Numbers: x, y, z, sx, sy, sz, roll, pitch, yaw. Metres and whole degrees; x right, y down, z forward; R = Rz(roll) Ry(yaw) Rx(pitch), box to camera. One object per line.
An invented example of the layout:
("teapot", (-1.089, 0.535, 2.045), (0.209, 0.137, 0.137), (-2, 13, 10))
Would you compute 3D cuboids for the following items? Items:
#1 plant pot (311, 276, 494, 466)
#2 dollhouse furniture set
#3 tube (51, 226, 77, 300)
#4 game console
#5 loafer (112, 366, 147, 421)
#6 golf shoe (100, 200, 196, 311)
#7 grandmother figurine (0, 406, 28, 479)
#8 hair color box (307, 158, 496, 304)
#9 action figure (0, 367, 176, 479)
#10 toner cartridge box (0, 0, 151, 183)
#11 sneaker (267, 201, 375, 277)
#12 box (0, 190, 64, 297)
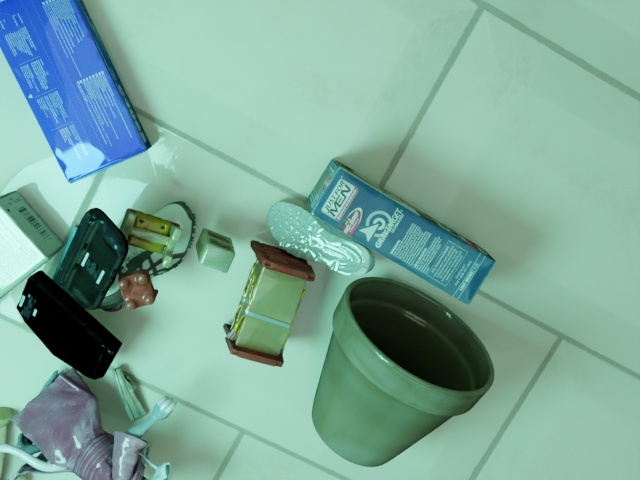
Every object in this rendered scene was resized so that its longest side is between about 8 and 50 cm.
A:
("plant pot", (0.124, 0.276, 1.533), (0.323, 0.323, 0.280), (27, 115, -9))
("dollhouse furniture set", (-0.216, 0.082, 1.499), (0.374, 0.152, 0.201), (19, 100, -16))
("tube", (-0.501, 0.081, 1.563), (0.080, 0.052, 0.207), (28, 96, -12))
("game console", (-0.426, 0.098, 1.421), (0.213, 0.044, 0.361), (41, 127, 6))
("loafer", (-0.394, 0.313, 1.623), (0.039, 0.045, 0.125), (-19, 110, -16))
("golf shoe", (-0.350, 0.033, 1.514), (0.105, 0.120, 0.273), (44, 94, 14))
("grandmother figurine", (-0.716, 0.514, 1.615), (0.208, 0.104, 0.342), (6, 99, 4))
("hair color box", (0.150, -0.022, 1.515), (0.347, 0.174, 0.105), (30, 98, -9))
("action figure", (-0.430, 0.411, 1.499), (0.370, 0.276, 0.248), (30, 132, 24))
("toner cartridge box", (-0.468, -0.298, 1.469), (0.165, 0.075, 0.347), (-23, 103, 0))
("sneaker", (0.000, 0.000, 1.561), (0.235, 0.095, 0.090), (33, 103, 10))
("box", (-0.638, 0.037, 1.503), (0.232, 0.127, 0.148), (-37, 102, 5))
